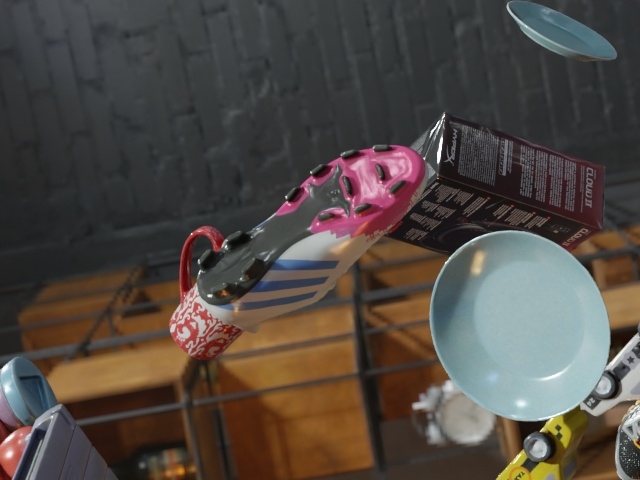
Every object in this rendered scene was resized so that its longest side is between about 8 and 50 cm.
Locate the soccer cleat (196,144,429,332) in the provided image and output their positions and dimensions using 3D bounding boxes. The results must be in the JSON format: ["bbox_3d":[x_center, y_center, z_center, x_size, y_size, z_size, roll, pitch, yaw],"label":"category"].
[{"bbox_3d":[0.000,0.000,1.654,0.143,0.331,0.116,48,-166,-50],"label":"soccer cleat"}]

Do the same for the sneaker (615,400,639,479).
[{"bbox_3d":[0.451,0.234,1.714,0.215,0.084,0.083,-61,-6,21],"label":"sneaker"}]

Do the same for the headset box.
[{"bbox_3d":[0.257,-0.053,1.920,0.218,0.293,0.110,135,148,-59],"label":"headset box"}]

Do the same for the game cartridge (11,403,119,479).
[{"bbox_3d":[-0.291,0.354,1.610,0.230,0.068,0.355,60,-179,-11],"label":"game cartridge"}]

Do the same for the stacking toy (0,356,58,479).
[{"bbox_3d":[-0.434,0.342,2.098,0.279,0.130,0.309,56,-172,-32],"label":"stacking toy"}]

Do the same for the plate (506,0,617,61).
[{"bbox_3d":[0.371,-0.319,2.049,0.188,0.188,0.024,-95,27,-60],"label":"plate"}]

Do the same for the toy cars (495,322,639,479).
[{"bbox_3d":[0.334,0.220,1.596,0.087,0.393,0.176,43,159,15],"label":"toy cars"}]

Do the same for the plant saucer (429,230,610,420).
[{"bbox_3d":[0.203,0.083,1.320,0.037,0.195,0.195,-17,-82,-55],"label":"plant saucer"}]

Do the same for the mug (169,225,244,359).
[{"bbox_3d":[-0.139,0.072,1.877,0.169,0.113,0.150,-49,48,34],"label":"mug"}]
